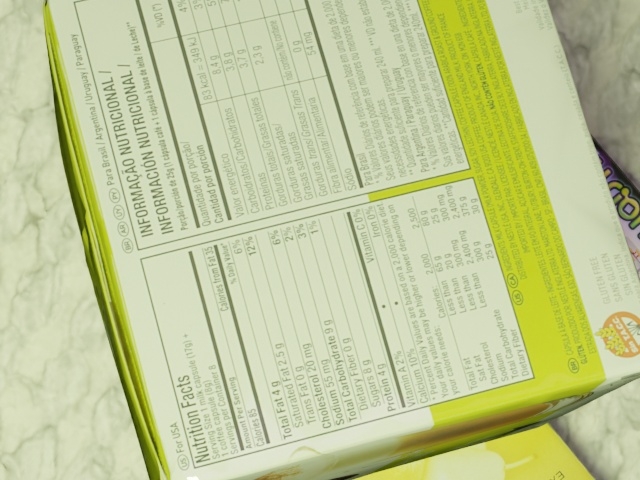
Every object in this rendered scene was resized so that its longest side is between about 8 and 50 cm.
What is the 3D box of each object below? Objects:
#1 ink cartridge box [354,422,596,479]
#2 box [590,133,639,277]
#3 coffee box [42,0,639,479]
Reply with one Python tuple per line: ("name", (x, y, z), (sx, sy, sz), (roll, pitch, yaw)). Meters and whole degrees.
("ink cartridge box", (0.092, 0.268, 1.386), (0.304, 0.072, 0.307), (-41, 93, -3))
("box", (0.235, -0.002, 1.404), (0.114, 0.036, 0.207), (-41, 95, -3))
("coffee box", (0.000, 0.000, 1.180), (0.335, 0.337, 0.338), (-14, 78, -10))
